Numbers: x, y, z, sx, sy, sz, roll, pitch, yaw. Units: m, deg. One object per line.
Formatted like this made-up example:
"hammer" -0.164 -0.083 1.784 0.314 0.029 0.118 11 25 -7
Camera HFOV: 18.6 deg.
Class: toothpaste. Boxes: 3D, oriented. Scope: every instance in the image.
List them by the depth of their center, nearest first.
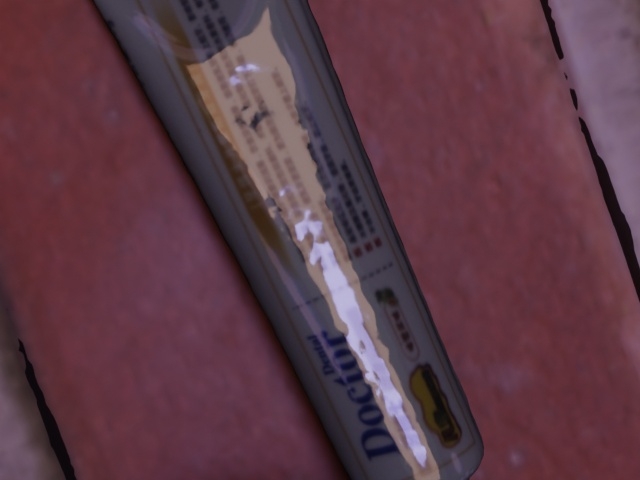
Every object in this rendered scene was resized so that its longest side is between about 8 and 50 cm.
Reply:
"toothpaste" 0.000 0.000 0.635 0.067 0.037 0.255 -26 97 -7
